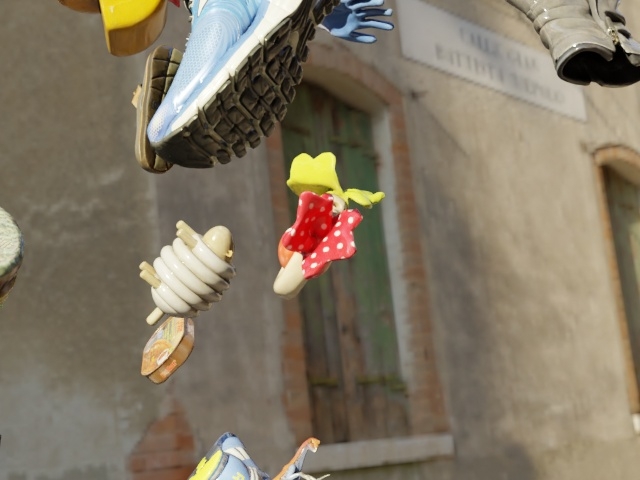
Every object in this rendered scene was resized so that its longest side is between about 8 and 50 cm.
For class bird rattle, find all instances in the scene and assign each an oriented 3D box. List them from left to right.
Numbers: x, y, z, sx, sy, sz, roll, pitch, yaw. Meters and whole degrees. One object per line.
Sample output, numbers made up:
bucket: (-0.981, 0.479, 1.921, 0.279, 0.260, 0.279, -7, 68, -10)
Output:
bird rattle: (0.000, 0.000, 1.565, 0.143, 0.253, 0.207, 24, -58, -10)

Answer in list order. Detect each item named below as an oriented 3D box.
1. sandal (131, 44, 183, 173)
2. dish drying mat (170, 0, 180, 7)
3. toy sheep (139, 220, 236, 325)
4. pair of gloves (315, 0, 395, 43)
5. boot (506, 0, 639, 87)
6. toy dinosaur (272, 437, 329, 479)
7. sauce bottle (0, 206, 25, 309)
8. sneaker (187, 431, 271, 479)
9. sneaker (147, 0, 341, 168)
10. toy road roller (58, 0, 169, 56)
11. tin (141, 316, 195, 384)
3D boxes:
sandal: (-0.231, -0.185, 1.573, 0.060, 0.219, 0.090, -17, -34, 36)
dish drying mat: (-0.166, -0.282, 1.207, 0.032, 0.008, 0.083, 38, -13, 6)
toy sheep: (-0.141, 0.038, 1.181, 0.132, 0.091, 0.091, -47, -20, 8)
pair of gloves: (0.013, -0.347, 1.522, 0.159, 0.023, 0.198, 0, -42, 23)
boot: (0.362, -0.291, 1.417, 0.338, 0.223, 0.118, -14, -26, -36)
toy dinosaur: (-0.030, 0.222, 1.040, 0.090, 0.082, 0.047, 10, -26, -6)
sauce bottle: (-0.379, 0.100, 1.042, 0.111, 0.111, 0.344, 2, -40, -36)
sneaker: (-0.069, 0.189, 0.864, 0.059, 0.053, 0.144, 36, -1, 0)
sneaker: (-0.086, -0.218, 1.113, 0.147, 0.330, 0.130, 21, -21, 20)
toy road roller: (-0.276, -0.446, 1.839, 0.329, 0.240, 0.202, -12, -8, -11)
tin: (-0.267, 0.189, 1.966, 0.106, 0.040, 0.190, -48, 16, 9)
